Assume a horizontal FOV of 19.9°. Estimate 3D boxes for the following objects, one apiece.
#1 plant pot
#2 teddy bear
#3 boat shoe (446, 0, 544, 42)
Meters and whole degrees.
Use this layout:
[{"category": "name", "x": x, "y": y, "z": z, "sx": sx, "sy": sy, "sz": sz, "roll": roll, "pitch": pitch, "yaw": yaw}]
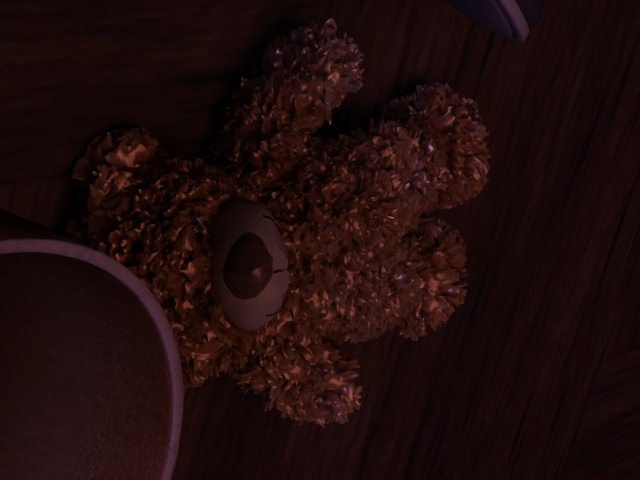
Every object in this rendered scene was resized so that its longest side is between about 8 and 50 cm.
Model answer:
[{"category": "plant pot", "x": -0.224, "y": 0.051, "z": 0.714, "sx": 0.237, "sy": 0.254, "sz": 0.237, "roll": -32, "pitch": 138, "yaw": -33}, {"category": "teddy bear", "x": 0.000, "y": 0.000, "z": 1.088, "sx": 0.338, "sy": 0.113, "sz": 0.245, "roll": 16, "pitch": 100, "yaw": -55}, {"category": "boat shoe", "x": 0.063, "y": -0.223, "z": 0.994, "sx": 0.095, "sy": 0.112, "sz": 0.335, "roll": -51, "pitch": 142, "yaw": -3}]
